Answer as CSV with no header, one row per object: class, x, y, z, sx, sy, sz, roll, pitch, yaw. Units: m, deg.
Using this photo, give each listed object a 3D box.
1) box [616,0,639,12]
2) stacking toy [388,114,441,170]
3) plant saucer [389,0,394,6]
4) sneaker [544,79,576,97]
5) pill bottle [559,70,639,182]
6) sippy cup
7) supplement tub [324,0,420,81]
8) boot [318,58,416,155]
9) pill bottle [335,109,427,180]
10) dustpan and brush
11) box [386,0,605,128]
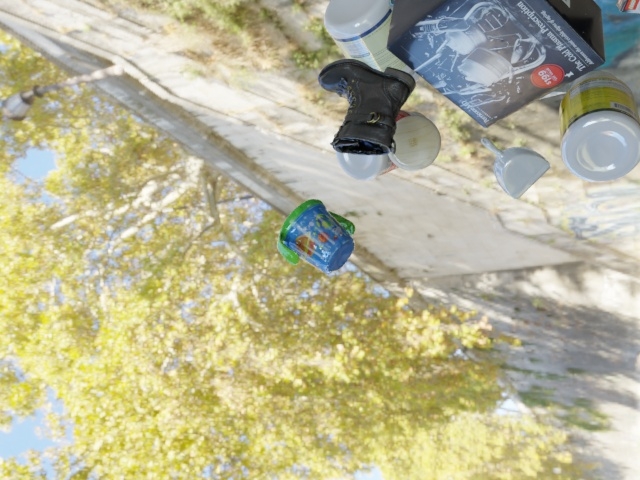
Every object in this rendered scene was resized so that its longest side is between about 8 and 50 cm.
box,0.696,-0.561,1.218,0.207,0.114,0.036,92,180,-49
stacking toy,0.276,-0.256,1.677,0.330,0.141,0.141,-13,-83,-74
plant saucer,0.273,-0.660,1.713,0.192,0.018,0.067,12,-107,-26
sneaker,0.714,-0.488,1.890,0.095,0.234,0.090,-33,-68,-85
pill bottle,0.722,-0.311,1.574,0.334,0.187,0.188,-64,-40,-49
sippy cup,0.000,0.000,2.259,0.305,0.224,0.240,-46,-24,-11
supplement tub,0.184,-0.649,1.944,0.325,0.235,0.236,43,-133,-46
boot,0.075,-0.293,1.357,0.229,0.262,0.091,-64,-30,-26
pill bottle,0.265,-0.391,2.393,0.407,0.229,0.229,-27,-70,-44
dustpan and brush,0.545,-0.231,1.758,0.211,0.147,0.060,31,-157,-27
box,0.377,-0.458,1.313,0.343,0.312,0.179,29,-124,-27
